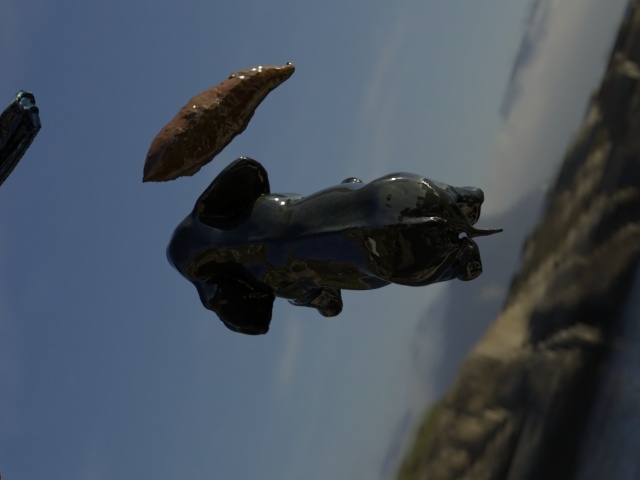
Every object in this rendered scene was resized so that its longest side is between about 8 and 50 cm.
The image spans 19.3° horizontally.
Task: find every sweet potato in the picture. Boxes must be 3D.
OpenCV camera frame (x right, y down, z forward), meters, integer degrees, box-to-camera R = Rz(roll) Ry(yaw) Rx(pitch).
[{"bbox_3d":[-0.103,-0.117,1.837,0.206,0.060,0.068,-41,-28,-20],"label":"sweet potato"}]

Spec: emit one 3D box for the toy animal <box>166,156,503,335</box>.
[{"bbox_3d":[-0.002,-0.005,1.258,0.146,0.245,0.114,-4,-103,-61],"label":"toy animal"}]

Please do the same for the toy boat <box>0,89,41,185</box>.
[{"bbox_3d":[-0.181,-0.046,1.008,0.083,0.038,0.038,-51,-3,11],"label":"toy boat"}]
